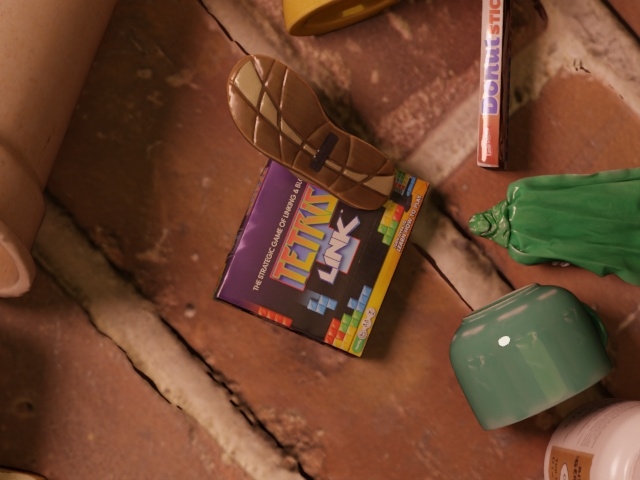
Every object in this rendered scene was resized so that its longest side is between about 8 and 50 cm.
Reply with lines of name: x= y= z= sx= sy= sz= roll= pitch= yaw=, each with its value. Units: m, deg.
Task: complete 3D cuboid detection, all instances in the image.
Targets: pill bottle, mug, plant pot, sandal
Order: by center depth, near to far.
plant pot: x=-0.305 y=-0.168 z=1.314 sx=0.334 sy=0.334 sz=0.305 roll=29 pitch=70 yaw=-8
pill bottle: x=0.286 y=0.204 z=1.424 sx=0.131 sy=0.229 sz=0.131 roll=1 pitch=87 yaw=-10
sandal: x=-0.013 y=-0.089 z=1.434 sx=0.180 sy=0.049 sz=0.072 roll=37 pitch=85 yaw=-21
mug: x=0.182 y=0.095 z=1.474 sx=0.129 sy=0.158 sz=0.097 roll=-27 pitch=89 yaw=13

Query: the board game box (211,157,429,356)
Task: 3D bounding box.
board game box: x=0.000 y=0.000 z=1.475 sx=0.141 sy=0.048 sz=0.170 roll=23 pitch=83 yaw=-10

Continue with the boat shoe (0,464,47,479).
boat shoe: x=-0.309 y=0.208 z=1.401 sx=0.152 sy=0.056 sz=0.049 roll=10 pitch=80 yaw=-10

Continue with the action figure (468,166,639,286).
action figure: x=0.247 y=-0.016 z=1.514 sx=0.232 sy=0.063 sz=0.137 roll=1 pitch=89 yaw=-14

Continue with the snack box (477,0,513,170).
snack box: x=0.158 y=-0.153 z=1.500 sx=0.022 sy=0.064 sz=0.178 roll=2 pitch=89 yaw=13

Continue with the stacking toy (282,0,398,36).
stacking toy: x=0.103 y=-0.306 z=1.402 sx=0.309 sy=0.279 sz=0.130 roll=-20 pitch=84 yaw=-12
